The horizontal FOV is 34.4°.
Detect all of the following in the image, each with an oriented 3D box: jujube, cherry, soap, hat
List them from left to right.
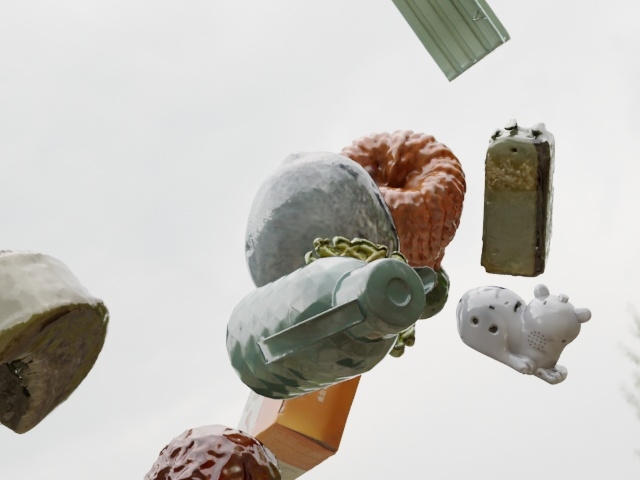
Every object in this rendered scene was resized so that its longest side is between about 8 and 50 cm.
[{"bbox_3d":[-0.170,0.391,1.529,0.213,0.232,0.213,20,-20,8],"label":"jujube"},{"bbox_3d":[0.000,0.000,1.676,0.255,0.218,0.296,-20,-66,-13],"label":"cherry"},{"bbox_3d":[0.175,-0.030,2.120,0.285,0.285,0.400,-17,-38,3],"label":"hat"},{"bbox_3d":[0.208,-0.377,1.709,0.119,0.198,0.066,-34,4,31],"label":"soap"}]

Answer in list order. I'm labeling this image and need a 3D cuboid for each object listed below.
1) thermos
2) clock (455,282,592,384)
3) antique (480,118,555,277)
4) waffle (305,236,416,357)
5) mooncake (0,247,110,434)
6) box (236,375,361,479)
[{"bbox_3d":[-0.002,0.096,1.178,0.182,0.145,0.286,-22,-5,-33],"label":"thermos"},{"bbox_3d":[0.272,0.107,1.413,0.080,0.176,0.117,-14,-54,-61],"label":"clock"},{"bbox_3d":[0.379,-0.086,1.977,0.125,0.150,0.284,5,-68,17],"label":"antique"},{"bbox_3d":[0.055,0.076,1.412,0.169,0.183,0.036,11,-35,-18],"label":"waffle"},{"bbox_3d":[-0.638,0.215,2.127,0.394,0.246,0.393,-55,-23,18],"label":"mooncake"},{"bbox_3d":[-0.052,0.344,2.091,0.143,0.225,0.341,26,-32,-10],"label":"box"}]
